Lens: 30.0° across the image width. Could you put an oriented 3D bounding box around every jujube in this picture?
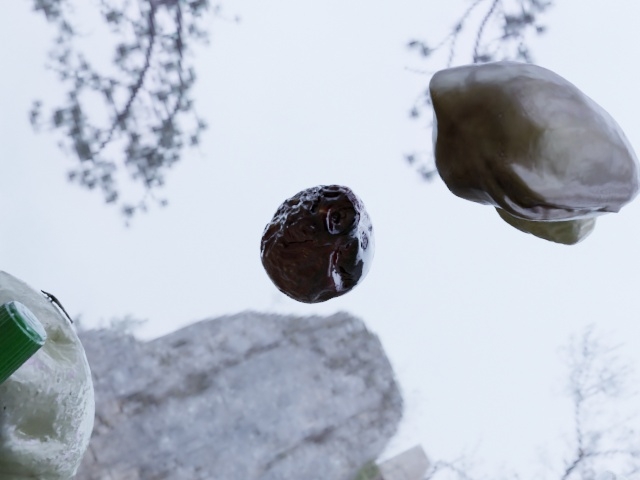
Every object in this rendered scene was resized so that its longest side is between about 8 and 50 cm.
[{"bbox_3d":[0.000,0.000,1.687,0.168,0.168,0.236,62,-17,13],"label":"jujube"}]

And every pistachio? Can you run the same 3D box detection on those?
[{"bbox_3d":[0.231,-0.107,1.283,0.163,0.260,0.213,-45,-126,34],"label":"pistachio"}]

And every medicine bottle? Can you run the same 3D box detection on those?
[{"bbox_3d":[-0.333,0.146,0.963,0.064,0.260,0.095,49,0,7],"label":"medicine bottle"}]

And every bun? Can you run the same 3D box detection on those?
[{"bbox_3d":[-0.364,0.159,1.209,0.273,0.168,0.273,6,-72,20],"label":"bun"}]

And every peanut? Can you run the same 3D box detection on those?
[{"bbox_3d":[0.263,-0.098,1.588,0.125,0.111,0.274,-23,-64,41],"label":"peanut"}]

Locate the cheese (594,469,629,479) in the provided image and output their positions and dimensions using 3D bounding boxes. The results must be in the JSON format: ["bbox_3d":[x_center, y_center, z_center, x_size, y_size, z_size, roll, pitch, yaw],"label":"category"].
[{"bbox_3d":[0.403,0.399,1.351,0.265,0.124,0.242,37,8,6],"label":"cheese"}]
